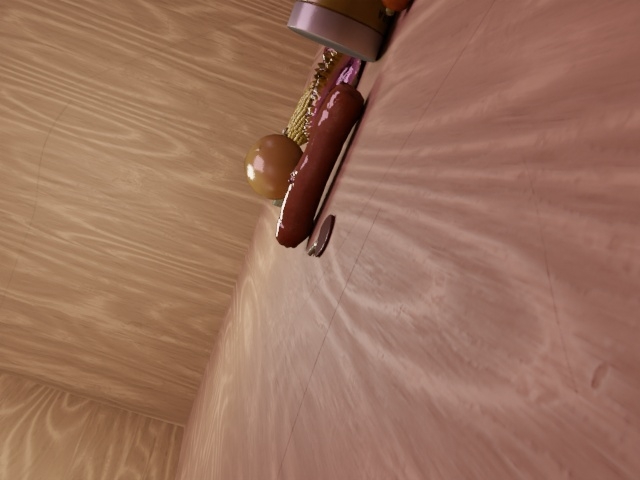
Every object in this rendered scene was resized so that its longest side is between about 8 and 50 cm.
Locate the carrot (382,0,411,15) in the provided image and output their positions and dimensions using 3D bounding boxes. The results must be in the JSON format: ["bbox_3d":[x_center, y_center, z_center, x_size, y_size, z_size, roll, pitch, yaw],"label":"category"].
[{"bbox_3d":[0.184,-0.529,1.332,0.257,0.061,0.061,129,159,-56],"label":"carrot"}]

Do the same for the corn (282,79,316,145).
[{"bbox_3d":[-0.043,-0.440,2.383,0.293,0.106,0.106,122,165,-50],"label":"corn"}]

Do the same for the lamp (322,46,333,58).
[{"bbox_3d":[0.051,-0.519,1.981,0.107,0.092,0.108,12,105,54],"label":"lamp"}]

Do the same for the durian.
[{"bbox_3d":[0.021,-0.390,1.839,0.191,0.112,0.342,-104,32,-70],"label":"durian"}]

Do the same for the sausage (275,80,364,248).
[{"bbox_3d":[-0.011,-0.164,1.612,0.094,0.094,0.419,-41,-22,-60],"label":"sausage"}]

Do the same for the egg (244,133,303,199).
[{"bbox_3d":[-0.140,-0.227,2.203,0.244,0.201,0.201,-113,41,-58],"label":"egg"}]

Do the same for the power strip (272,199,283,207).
[{"bbox_3d":[-0.116,-0.197,2.464,0.272,0.052,0.078,129,159,-62],"label":"power strip"}]

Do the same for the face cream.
[{"bbox_3d":[0.056,-0.525,1.562,0.218,0.218,0.180,-110,41,-76],"label":"face cream"}]

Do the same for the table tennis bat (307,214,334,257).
[{"bbox_3d":[0.000,0.000,1.470,0.156,0.013,0.087,130,155,-62],"label":"table tennis bat"}]
